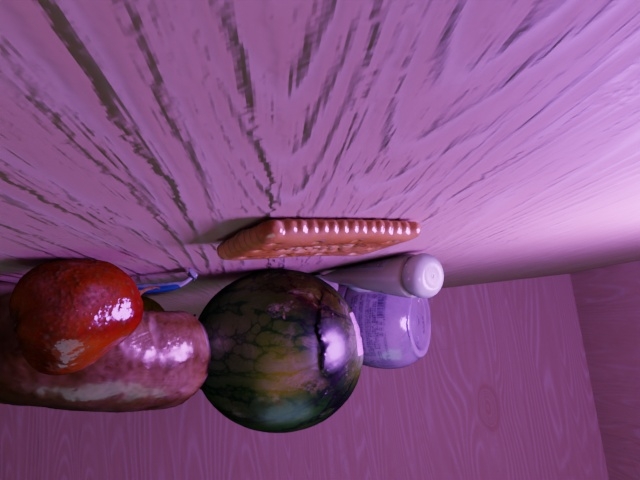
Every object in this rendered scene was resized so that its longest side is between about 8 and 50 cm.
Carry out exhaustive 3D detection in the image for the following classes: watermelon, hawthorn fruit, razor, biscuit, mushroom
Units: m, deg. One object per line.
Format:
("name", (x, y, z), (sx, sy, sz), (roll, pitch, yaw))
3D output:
("watermelon", (-0.091, 0.230, 1.107), (0.362, 0.364, 0.363), (-7, 171, -1))
("hawthorn fruit", (-0.307, 0.091, 0.724), (0.203, 0.163, 0.162), (-18, 178, -30))
("razor", (-0.316, 0.076, 0.937), (0.191, 0.037, 0.068), (-4, 172, -16))
("biscuit", (0.000, 0.001, 0.717), (0.249, 0.030, 0.160), (-1, 169, -34))
("mushroom", (-0.423, 0.193, 0.863), (0.313, 0.225, 0.397), (16, -179, 31))

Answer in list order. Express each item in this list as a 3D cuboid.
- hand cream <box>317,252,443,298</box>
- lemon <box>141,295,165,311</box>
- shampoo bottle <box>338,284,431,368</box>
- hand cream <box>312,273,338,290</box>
("hand cream", (0.136, 0.078, 1.183), (0.147, 0.093, 0.305), (1, 177, -36))
("lemon", (-0.466, 0.221, 1.314), (0.173, 0.174, 0.206), (-15, 180, 41))
("shampoo bottle", (0.171, 0.235, 1.552), (0.266, 0.273, 0.273), (-2, 174, 27))
("hand cream", (-0.003, 0.112, 1.377), (0.087, 0.054, 0.186), (-13, 163, 18))
